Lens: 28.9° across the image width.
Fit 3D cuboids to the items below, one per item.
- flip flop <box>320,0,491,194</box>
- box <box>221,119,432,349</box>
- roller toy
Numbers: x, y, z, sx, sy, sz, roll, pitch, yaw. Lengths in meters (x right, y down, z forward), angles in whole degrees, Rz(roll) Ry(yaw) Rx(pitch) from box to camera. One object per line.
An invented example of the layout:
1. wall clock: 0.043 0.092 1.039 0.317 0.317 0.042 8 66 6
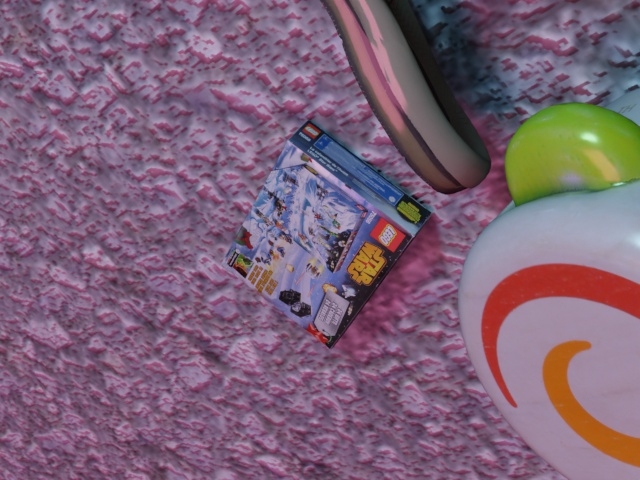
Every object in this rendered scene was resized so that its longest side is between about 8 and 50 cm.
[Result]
1. flip flop: 0.026 -0.148 0.576 0.080 0.112 0.277 -24 110 19
2. box: 0.000 0.000 0.773 0.094 0.027 0.137 38 139 4
3. roller toy: 0.176 0.029 0.579 0.191 0.146 0.209 32 145 23
